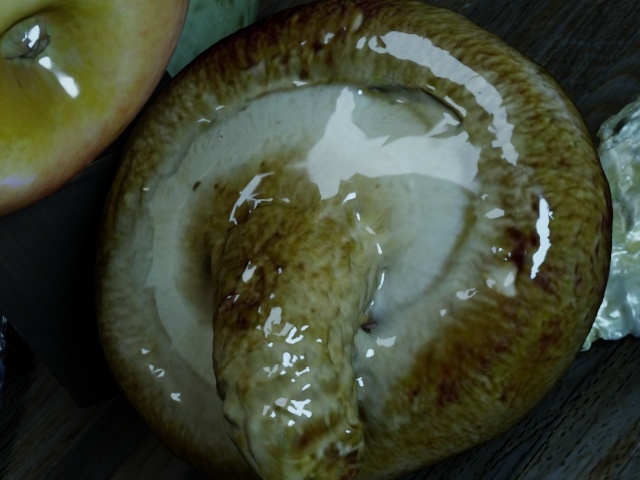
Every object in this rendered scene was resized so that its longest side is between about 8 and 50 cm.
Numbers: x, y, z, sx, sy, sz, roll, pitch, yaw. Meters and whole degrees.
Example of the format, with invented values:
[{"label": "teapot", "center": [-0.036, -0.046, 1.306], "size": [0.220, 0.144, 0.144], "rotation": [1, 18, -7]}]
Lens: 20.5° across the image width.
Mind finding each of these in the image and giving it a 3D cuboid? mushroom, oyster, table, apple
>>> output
[{"label": "mushroom", "center": [0.010, 0.006, 1.120], "size": [0.345, 0.239, 0.345], "rotation": [-3, 63, 6]}, {"label": "oyster", "center": [0.194, -0.017, 1.158], "size": [0.209, 0.072, 0.133], "rotation": [-45, 32, -14]}, {"label": "table", "center": [-0.155, -0.018, 1.339], "size": [0.172, 0.193, 0.169], "rotation": [-23, 34, 16]}, {"label": "apple", "center": [-0.254, -0.184, 1.143], "size": [0.364, 0.364, 0.364], "rotation": [-22, 35, 17]}]

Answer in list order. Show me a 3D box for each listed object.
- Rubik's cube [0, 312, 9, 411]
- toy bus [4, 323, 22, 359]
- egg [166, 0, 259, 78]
[{"label": "Rubik's cube", "center": [-0.332, 0.133, 1.412], "size": [0.178, 0.211, 0.190], "rotation": [-41, 3, 39]}, {"label": "toy bus", "center": [-0.268, 0.058, 1.486], "size": [0.043, 0.031, 0.110], "rotation": [-26, 32, 16]}, {"label": "egg", "center": [-0.251, -0.200, 1.522], "size": [0.428, 0.345, 0.345], "rotation": [-42, 33, 5]}]
